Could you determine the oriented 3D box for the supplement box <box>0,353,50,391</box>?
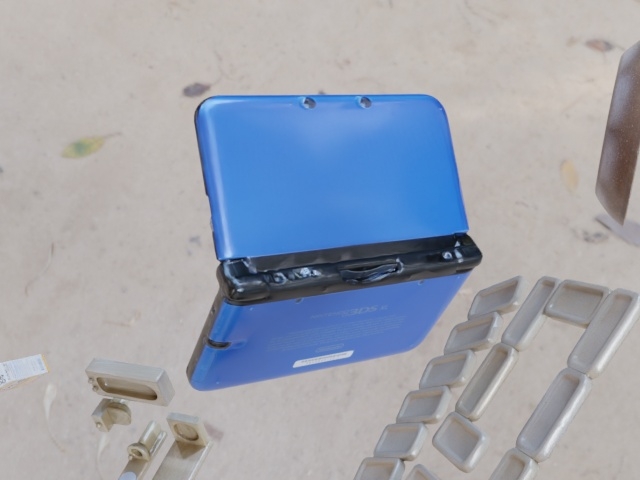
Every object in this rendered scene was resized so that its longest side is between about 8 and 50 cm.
[{"bbox_3d":[-0.505,0.221,1.413,0.036,0.062,0.098,65,23,9],"label":"supplement box"}]

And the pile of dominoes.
[{"bbox_3d":[0.109,0.136,0.589,0.040,0.196,0.251,36,86,-14],"label":"pile of dominoes"}]

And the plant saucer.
[{"bbox_3d":[0.308,-0.114,0.867,0.036,0.198,0.198,12,43,18],"label":"plant saucer"}]

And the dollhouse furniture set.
[{"bbox_3d":[-0.250,0.261,1.145,0.144,0.151,0.123,5,41,22],"label":"dollhouse furniture set"}]

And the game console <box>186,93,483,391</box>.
[{"bbox_3d":[0.000,0.000,0.882,0.293,0.250,0.173,-6,51,-31],"label":"game console"}]
